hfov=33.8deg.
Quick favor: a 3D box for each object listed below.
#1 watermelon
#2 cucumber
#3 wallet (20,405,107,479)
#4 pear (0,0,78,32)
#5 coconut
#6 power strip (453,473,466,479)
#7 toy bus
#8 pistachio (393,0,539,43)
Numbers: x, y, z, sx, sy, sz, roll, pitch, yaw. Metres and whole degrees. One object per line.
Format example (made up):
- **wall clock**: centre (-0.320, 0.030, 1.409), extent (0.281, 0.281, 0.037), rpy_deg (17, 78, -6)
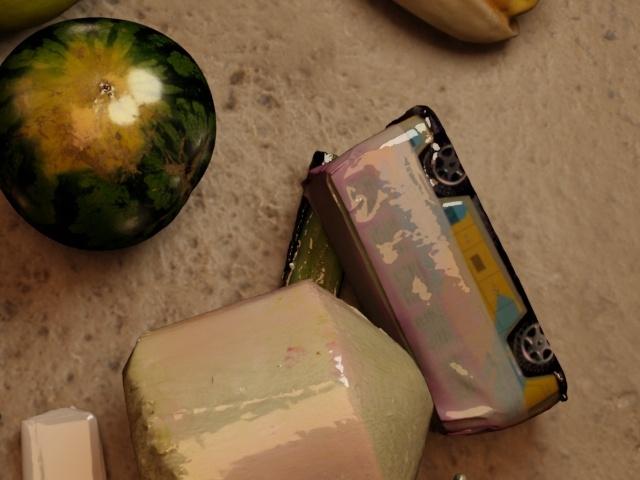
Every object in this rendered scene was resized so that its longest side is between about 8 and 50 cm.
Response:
- **watermelon**: centre (-0.251, -0.121, 1.199), extent (0.269, 0.269, 0.269), rpy_deg (3, 72, -8)
- **cucumber**: centre (-0.002, 0.000, 1.302), extent (0.078, 0.062, 0.211), rpy_deg (19, 77, -18)
- **wallet**: centre (-0.284, 0.281, 1.178), extent (0.095, 0.033, 0.190), rpy_deg (-5, 74, -12)
- **pear**: centre (-0.377, -0.377, 1.257), extent (0.307, 0.253, 0.253), rpy_deg (-34, 80, -18)
- **coconut**: centre (-0.034, 0.199, 1.117), extent (0.309, 0.297, 0.297), rpy_deg (-13, 75, -6)
- **power strip**: centre (0.146, 0.396, 1.164), extent (0.046, 0.118, 0.270), rpy_deg (1, 72, -9)
- **toy bus**: centre (0.128, 0.052, 1.229), extent (0.162, 0.171, 0.386), rpy_deg (-27, 91, -8)
- **pistachio**: centre (0.167, -0.402, 1.378), extent (0.309, 0.230, 0.230), rpy_deg (35, 71, -2)
